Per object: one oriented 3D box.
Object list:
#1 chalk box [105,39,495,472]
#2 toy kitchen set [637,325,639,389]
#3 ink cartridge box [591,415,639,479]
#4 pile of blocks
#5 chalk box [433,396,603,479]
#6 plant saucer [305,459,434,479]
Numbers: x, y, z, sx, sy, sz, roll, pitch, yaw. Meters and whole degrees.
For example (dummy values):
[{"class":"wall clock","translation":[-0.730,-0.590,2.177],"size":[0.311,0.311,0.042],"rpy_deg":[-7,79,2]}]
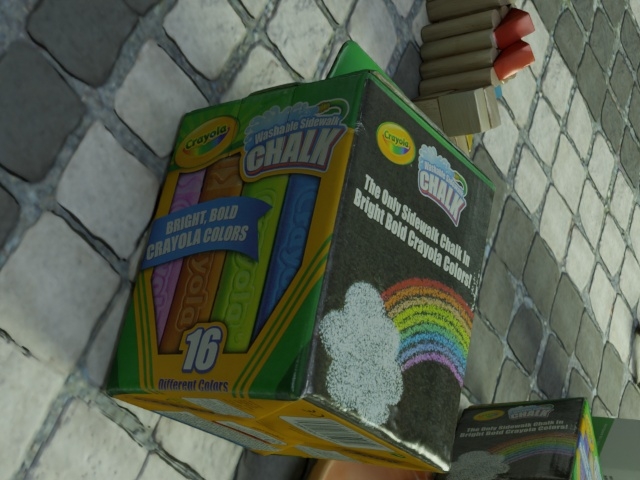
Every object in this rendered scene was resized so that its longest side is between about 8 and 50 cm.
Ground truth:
[{"class":"chalk box","translation":[0.000,0.000,0.697],"size":[0.180,0.179,0.288],"rpy_deg":[36,58,-43]},{"class":"toy kitchen set","translation":[0.484,0.175,1.421],"size":[0.068,0.075,0.083],"rpy_deg":[33,14,-4]},{"class":"ink cartridge box","translation":[0.426,0.304,1.177],"size":[0.093,0.212,0.154],"rpy_deg":[-51,125,-41]},{"class":"pile of blocks","translation":[0.185,-0.224,1.006],"size":[0.149,0.113,0.362],"rpy_deg":[28,65,-47]},{"class":"chalk box","translation":[0.206,0.242,0.949],"size":[0.213,0.132,0.132],"rpy_deg":[-40,118,-63]},{"class":"plant saucer","translation":[0.037,0.255,0.829],"size":[0.200,0.037,0.199],"rpy_deg":[8,79,-51]}]
